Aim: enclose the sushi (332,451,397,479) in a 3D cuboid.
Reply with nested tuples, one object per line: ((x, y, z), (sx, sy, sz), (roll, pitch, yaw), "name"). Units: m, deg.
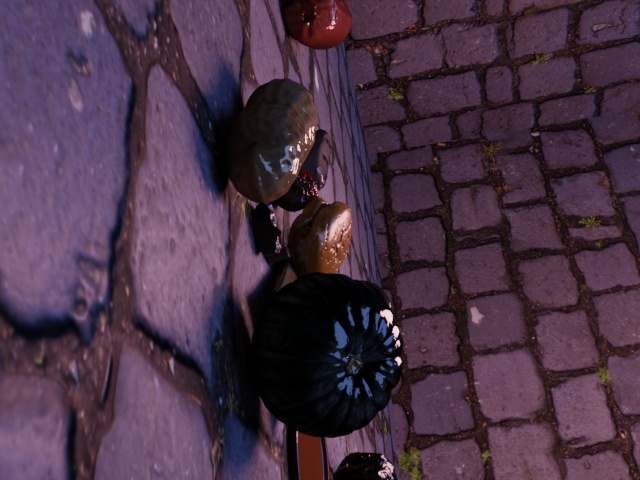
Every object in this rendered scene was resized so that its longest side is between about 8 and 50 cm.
((0.089, 0.531, 1.353), (0.126, 0.136, 0.225), (-69, 155, -59), "sushi")

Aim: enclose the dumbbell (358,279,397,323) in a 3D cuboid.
((0.109, 0.201, 1.723), (0.218, 0.152, 0.153), (62, 21, -66), "dumbbell")

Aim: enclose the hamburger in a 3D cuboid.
((0.000, 0.000, 1.221), (0.147, 0.083, 0.138), (-49, 151, -42), "hamburger")

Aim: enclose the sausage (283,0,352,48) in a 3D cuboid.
((-0.004, -0.554, 1.731), (0.280, 0.152, 0.152), (-46, 127, -75), "sausage")

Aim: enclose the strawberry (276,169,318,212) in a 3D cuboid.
((-0.049, -0.090, 1.246), (0.096, 0.083, 0.083), (10, -68, 64), "strawberry")

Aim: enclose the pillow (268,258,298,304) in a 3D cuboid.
((-0.045, 0.151, 1.106), (0.208, 0.052, 0.212), (-73, 154, -78), "pillow")

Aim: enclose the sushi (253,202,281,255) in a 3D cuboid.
((-0.078, -0.017, 1.078), (0.046, 0.044, 0.083), (20, 64, -79), "sushi")

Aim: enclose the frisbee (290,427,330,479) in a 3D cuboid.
((-0.017, 0.375, 1.182), (0.251, 0.021, 0.251), (-7, 90, -81), "frisbee")

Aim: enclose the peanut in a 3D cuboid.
((-0.070, -0.147, 1.018), (0.298, 0.120, 0.136), (-75, 151, -63), "peanut")

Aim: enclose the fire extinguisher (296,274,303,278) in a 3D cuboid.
((-0.014, 0.072, 1.322), (0.106, 0.075, 0.252), (78, 7, -54), "fire extinguisher")

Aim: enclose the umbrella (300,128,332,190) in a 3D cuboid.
((-0.013, -0.191, 1.572), (0.337, 0.073, 0.067), (-81, 180, -66), "umbrella")

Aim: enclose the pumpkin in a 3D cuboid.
((0.009, 0.154, 0.940), (0.162, 0.220, 0.221), (10, -67, 61), "pumpkin")

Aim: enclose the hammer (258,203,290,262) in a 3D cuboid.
((-0.083, -0.019, 1.115), (0.019, 0.035, 0.110), (-66, 137, -76), "hammer")
